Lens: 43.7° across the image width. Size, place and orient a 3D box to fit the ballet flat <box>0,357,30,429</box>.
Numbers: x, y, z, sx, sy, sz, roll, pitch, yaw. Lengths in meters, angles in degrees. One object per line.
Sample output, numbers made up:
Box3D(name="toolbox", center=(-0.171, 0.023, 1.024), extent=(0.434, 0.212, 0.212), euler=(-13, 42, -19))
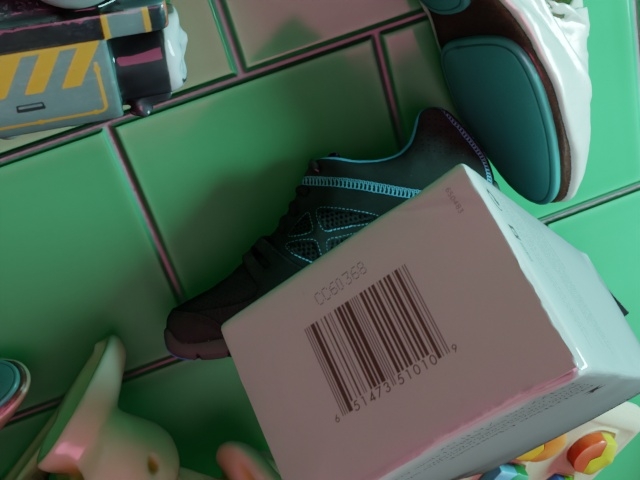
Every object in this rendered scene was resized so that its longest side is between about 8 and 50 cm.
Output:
Box3D(name="ballet flat", center=(-0.375, 0.183, 0.741), extent=(0.248, 0.086, 0.086), euler=(-21, 119, -2))

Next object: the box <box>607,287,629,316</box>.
Box3D(name="box", center=(0.245, 0.095, 0.879), extent=(0.162, 0.029, 0.116), euler=(-43, 118, 10))

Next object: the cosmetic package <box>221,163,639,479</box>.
Box3D(name="cosmetic package", center=(0.127, 0.096, 0.654), extent=(0.217, 0.156, 0.385), euler=(-35, 154, 21))

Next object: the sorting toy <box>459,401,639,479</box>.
Box3D(name="sorting toy", center=(0.268, 0.266, 0.947), extent=(0.193, 0.038, 0.208), euler=(19, 113, -29))

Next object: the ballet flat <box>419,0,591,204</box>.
Box3D(name="ballet flat", center=(0.149, -0.205, 0.664), extent=(0.139, 0.139, 0.400), euler=(-36, 118, 4))

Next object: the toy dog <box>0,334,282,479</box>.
Box3D(name="toy dog", center=(-0.100, 0.330, 0.710), extent=(0.408, 0.395, 0.284), euler=(34, 94, -17))

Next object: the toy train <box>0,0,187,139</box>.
Box3D(name="toy train", center=(-0.259, -0.154, 0.575), extent=(0.334, 0.142, 0.190), euler=(-13, 131, -11))

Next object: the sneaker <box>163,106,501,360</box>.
Box3D(name="sneaker", center=(0.000, 0.000, 0.740), extent=(0.341, 0.125, 0.139), euler=(-26, 93, 1))
